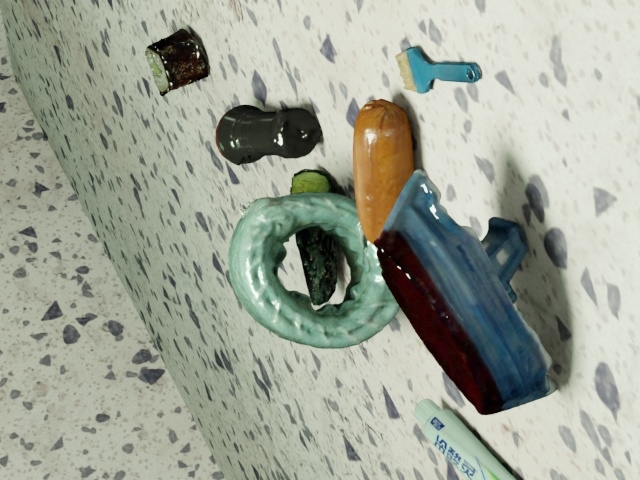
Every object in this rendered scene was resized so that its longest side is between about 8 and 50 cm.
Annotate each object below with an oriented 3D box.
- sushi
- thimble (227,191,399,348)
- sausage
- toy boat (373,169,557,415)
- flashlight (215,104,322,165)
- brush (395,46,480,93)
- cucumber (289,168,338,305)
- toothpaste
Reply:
[{"bbox_3d":[-0.232,-0.286,2.124,0.094,0.084,0.098,29,143,57],"label":"sushi"},{"bbox_3d":[-0.013,0.031,1.681,0.235,0.198,0.143,42,169,-11],"label":"thimble"},{"bbox_3d":[0.074,-0.078,1.521,0.076,0.076,0.197,49,153,43],"label":"sausage"},{"bbox_3d":[0.165,0.054,1.338,0.309,0.142,0.129,56,165,-25],"label":"toy boat"},{"bbox_3d":[-0.072,-0.151,1.845,0.232,0.093,0.093,8,119,63],"label":"flashlight"},{"bbox_3d":[0.122,-0.176,1.361,0.164,0.014,0.051,21,133,65],"label":"brush"},{"bbox_3d":[0.003,-0.001,1.851,0.211,0.062,0.078,77,-166,-45],"label":"cucumber"},{"bbox_3d":[0.213,0.295,1.626,0.297,0.048,0.075,43,148,44],"label":"toothpaste"}]
